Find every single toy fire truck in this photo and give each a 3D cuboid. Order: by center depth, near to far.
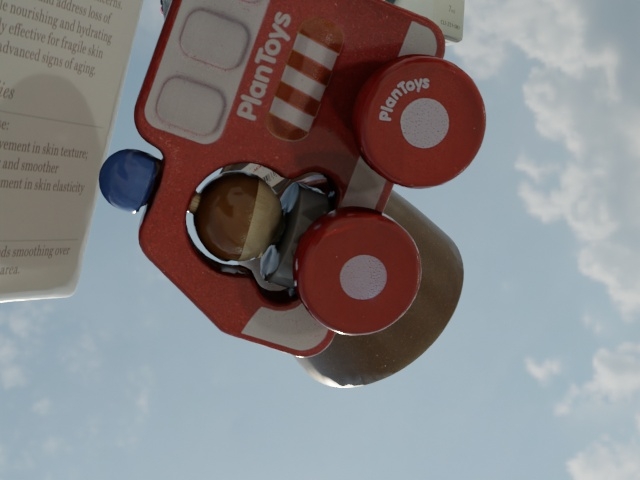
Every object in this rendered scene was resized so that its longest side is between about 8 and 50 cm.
[{"bbox_3d":[-0.033,-0.070,0.905,0.254,0.169,0.302,20,-80,-14],"label":"toy fire truck"}]

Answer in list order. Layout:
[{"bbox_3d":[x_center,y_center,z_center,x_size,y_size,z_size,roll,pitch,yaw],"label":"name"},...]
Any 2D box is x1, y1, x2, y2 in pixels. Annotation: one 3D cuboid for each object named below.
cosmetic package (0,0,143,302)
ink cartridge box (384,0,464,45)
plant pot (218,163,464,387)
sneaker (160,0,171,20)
[{"bbox_3d":[-0.389,-0.169,0.997,0.329,0.327,0.393,2,-76,-69],"label":"cosmetic package"},{"bbox_3d":[0.079,-0.366,1.524,0.060,0.275,0.238,7,-96,-41],"label":"ink cartridge box"},{"bbox_3d":[0.000,0.000,1.167,0.230,0.215,0.215,48,-128,-38],"label":"plant pot"},{"bbox_3d":[-0.183,-0.340,1.387,0.147,0.296,0.104,25,-115,-11],"label":"sneaker"}]
